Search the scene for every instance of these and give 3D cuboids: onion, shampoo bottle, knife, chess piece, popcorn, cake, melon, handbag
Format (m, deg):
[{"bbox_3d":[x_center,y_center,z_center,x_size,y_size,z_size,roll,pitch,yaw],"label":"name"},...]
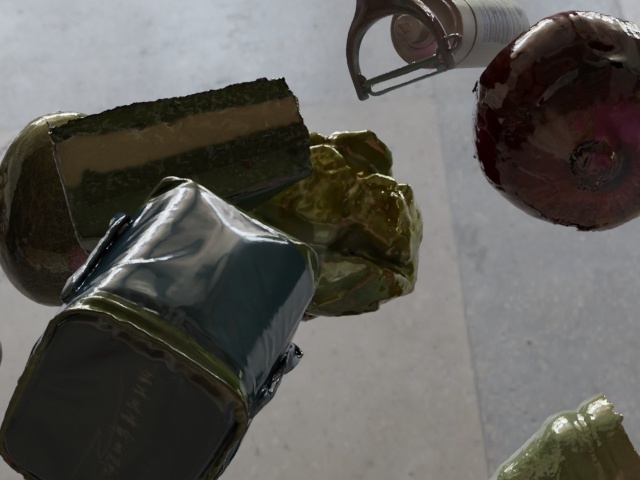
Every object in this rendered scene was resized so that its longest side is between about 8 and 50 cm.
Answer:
[{"bbox_3d":[0.289,-0.125,1.291,0.246,0.246,0.190,-5,27,3],"label":"onion"},{"bbox_3d":[0.158,-0.244,1.364,0.092,0.092,0.303,15,16,24],"label":"shampoo bottle"},{"bbox_3d":[0.058,-0.276,1.058,0.123,0.278,0.053,-14,-11,36],"label":"knife"},{"bbox_3d":[0.260,0.409,1.683,0.442,0.234,0.234,-25,41,8],"label":"chess piece"},{"bbox_3d":[0.003,-0.001,1.483,0.276,0.276,0.225,24,62,30],"label":"popcorn"},{"bbox_3d":[-0.155,-0.078,1.380,0.284,0.172,0.158,-16,73,-8],"label":"cake"},{"bbox_3d":[-0.417,-0.049,1.928,0.249,0.329,0.248,0,-1,0],"label":"melon"},{"bbox_3d":[-0.145,0.106,1.079,0.222,0.263,0.241,33,33,-2],"label":"handbag"}]

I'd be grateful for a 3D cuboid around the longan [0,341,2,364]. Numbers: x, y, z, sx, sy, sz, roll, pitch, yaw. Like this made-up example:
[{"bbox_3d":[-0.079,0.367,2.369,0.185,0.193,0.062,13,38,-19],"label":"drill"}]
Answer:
[{"bbox_3d":[-0.433,0.140,1.413,0.119,0.106,0.106,-33,30,32],"label":"longan"}]
